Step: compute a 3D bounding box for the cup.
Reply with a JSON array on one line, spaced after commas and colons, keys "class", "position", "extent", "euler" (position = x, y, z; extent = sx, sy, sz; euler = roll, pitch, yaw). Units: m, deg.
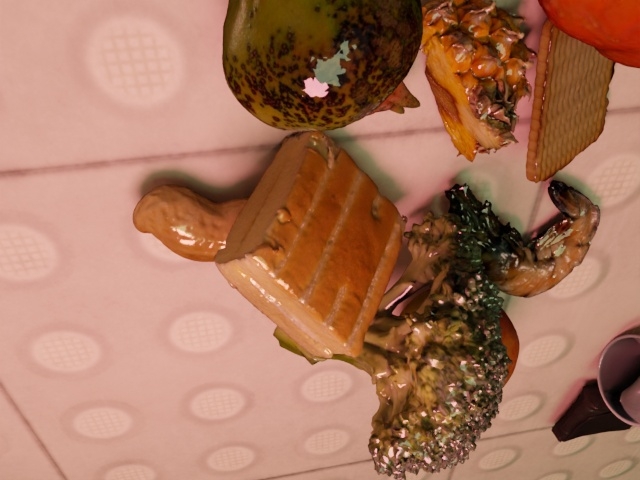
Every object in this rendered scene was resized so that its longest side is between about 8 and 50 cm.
[{"class": "cup", "position": [0.849, 0.332, 1.267], "extent": [0.312, 0.206, 0.206], "euler": [7, 128, -20]}]

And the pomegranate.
[{"class": "pomegranate", "position": [0.015, -0.231, 0.615], "extent": [0.221, 0.276, 0.204], "euler": [-18, 95, 28]}]

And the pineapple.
[{"class": "pineapple", "position": [0.233, -0.202, 0.692], "extent": [0.139, 0.164, 0.250], "euler": [-30, 126, 2]}]

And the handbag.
[{"class": "handbag", "position": [0.763, 0.451, 1.438], "extent": [0.246, 0.080, 0.223], "euler": [-4, 138, -13]}]

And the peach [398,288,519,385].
[{"class": "peach", "position": [0.248, 0.196, 0.997], "extent": [0.230, 0.231, 0.231], "euler": [-7, 131, -8]}]

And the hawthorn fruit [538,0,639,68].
[{"class": "hawthorn fruit", "position": [0.376, -0.297, 0.487], "extent": [0.286, 0.330, 0.287], "euler": [-5, 105, -19]}]

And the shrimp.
[{"class": "shrimp", "position": [0.358, -0.023, 0.937], "extent": [0.233, 0.071, 0.365], "euler": [-42, 126, 15]}]

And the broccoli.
[{"class": "broccoli", "position": [0.099, 0.192, 0.828], "extent": [0.396, 0.353, 0.275], "euler": [-23, 120, 20]}]

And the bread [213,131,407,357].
[{"class": "bread", "position": [0.000, 0.000, 0.754], "extent": [0.111, 0.246, 0.239], "euler": [-4, 139, 44]}]

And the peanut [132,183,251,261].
[{"class": "peanut", "position": [-0.142, -0.017, 0.798], "extent": [0.263, 0.101, 0.117], "euler": [10, 101, -18]}]

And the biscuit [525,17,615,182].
[{"class": "biscuit", "position": [0.355, -0.215, 0.753], "extent": [0.172, 0.029, 0.255], "euler": [-34, 135, -21]}]
